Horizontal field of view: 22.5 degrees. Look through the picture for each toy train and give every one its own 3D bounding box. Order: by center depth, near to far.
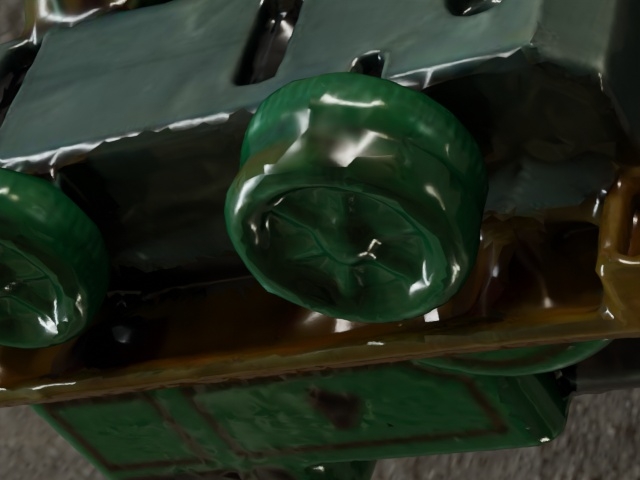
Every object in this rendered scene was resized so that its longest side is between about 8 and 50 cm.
[{"bbox_3d":[0.000,0.000,0.636,0.429,0.178,0.249,-9,135,30],"label":"toy train"}]
